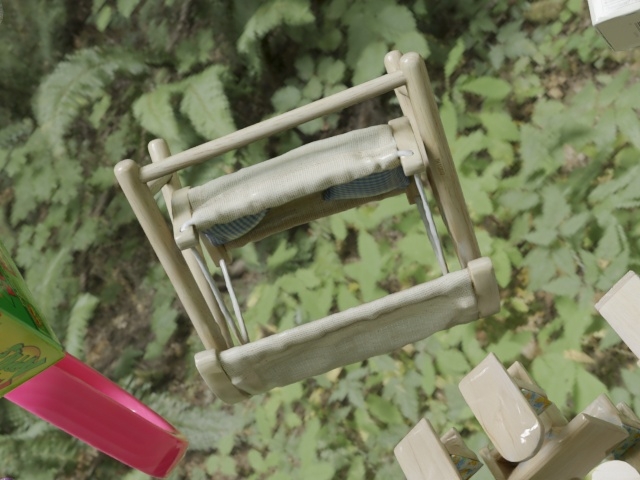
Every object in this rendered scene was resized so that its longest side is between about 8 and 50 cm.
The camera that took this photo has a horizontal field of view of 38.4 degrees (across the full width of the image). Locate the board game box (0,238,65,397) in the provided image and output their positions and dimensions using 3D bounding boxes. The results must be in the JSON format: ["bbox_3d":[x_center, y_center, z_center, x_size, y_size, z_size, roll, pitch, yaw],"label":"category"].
[{"bbox_3d":[-0.169,-0.028,0.345,0.043,0.181,0.092,-33,-17,-7],"label":"board game box"}]

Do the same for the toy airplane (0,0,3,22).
[{"bbox_3d":[-0.524,-0.217,0.932,0.385,0.273,0.384,-18,13,14],"label":"toy airplane"}]

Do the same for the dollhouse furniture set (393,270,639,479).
[{"bbox_3d":[0.380,0.282,1.209,0.394,0.362,0.256,-50,43,19],"label":"dollhouse furniture set"}]

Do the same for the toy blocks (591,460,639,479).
[{"bbox_3d":[0.377,0.369,0.745,0.308,0.260,0.289,-3,38,17],"label":"toy blocks"}]

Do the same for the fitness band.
[{"bbox_3d":[-0.252,0.139,0.876,0.209,0.291,0.054,20,74,52],"label":"fitness band"}]

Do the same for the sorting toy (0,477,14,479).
[{"bbox_3d":[-0.413,0.313,1.127,0.101,0.061,0.042,-27,46,-11],"label":"sorting toy"}]

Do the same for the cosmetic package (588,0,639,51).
[{"bbox_3d":[0.405,-0.417,1.158,0.160,0.113,0.310,-13,74,29],"label":"cosmetic package"}]

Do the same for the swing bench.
[{"bbox_3d":[0.000,0.000,0.791,0.253,0.255,0.165,-20,12,4],"label":"swing bench"}]
